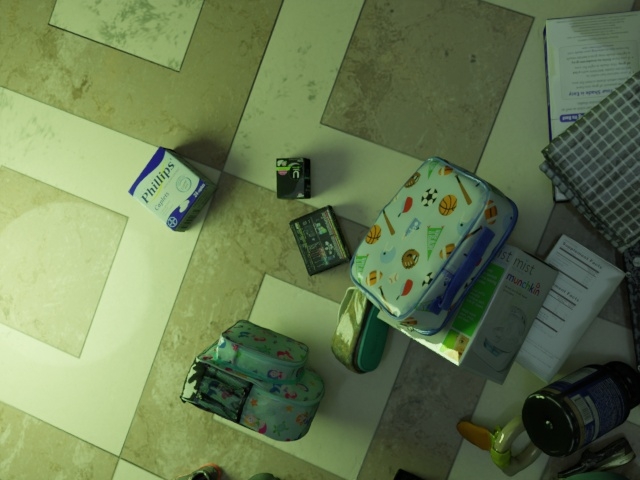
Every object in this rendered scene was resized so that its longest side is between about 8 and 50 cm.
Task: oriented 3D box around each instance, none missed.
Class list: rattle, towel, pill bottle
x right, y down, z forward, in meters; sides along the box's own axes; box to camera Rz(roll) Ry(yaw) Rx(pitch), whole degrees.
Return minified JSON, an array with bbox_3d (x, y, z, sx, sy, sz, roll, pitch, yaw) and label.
[{"bbox_3d":[0.391,0.349,1.737,0.200,0.142,0.130,-47,113,-6],"label":"rattle"},{"bbox_3d":[0.553,-0.149,1.542,0.283,0.121,0.235,-40,83,8],"label":"towel"},{"bbox_3d":[0.479,0.296,1.609,0.122,0.219,0.123,29,128,47],"label":"pill bottle"}]

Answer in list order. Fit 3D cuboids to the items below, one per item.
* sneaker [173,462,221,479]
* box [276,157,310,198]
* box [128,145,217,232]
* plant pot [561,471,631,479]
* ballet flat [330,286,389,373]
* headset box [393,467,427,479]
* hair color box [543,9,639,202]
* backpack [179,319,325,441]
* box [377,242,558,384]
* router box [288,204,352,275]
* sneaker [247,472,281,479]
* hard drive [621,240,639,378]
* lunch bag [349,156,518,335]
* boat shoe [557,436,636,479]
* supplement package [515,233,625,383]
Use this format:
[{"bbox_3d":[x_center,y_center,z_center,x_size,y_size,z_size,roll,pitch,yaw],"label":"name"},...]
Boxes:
[{"bbox_3d":[-0.284,0.523,1.879,0.158,0.065,0.061,-39,82,11],"label":"sneaker"},{"bbox_3d":[-0.055,-0.126,1.826,0.062,0.052,0.083,0,91,15],"label":"box"},{"bbox_3d":[-0.312,-0.107,1.878,0.137,0.072,0.126,39,98,11],"label":"box"},{"bbox_3d":[0.508,0.535,1.609,0.290,0.290,0.196,-8,53,13],"label":"plant pot"},{"bbox_3d":[0.107,0.089,1.768,0.123,0.123,0.349,21,93,12],"label":"ballet flat"},{"bbox_3d":[0.205,0.634,1.730,0.246,0.131,0.283,21,95,12],"label":"headset box"},{"bbox_3d":[0.519,-0.243,1.662,0.185,0.110,0.339,-3,88,11],"label":"hair color box"},{"bbox_3d":[-0.116,0.279,1.759,0.253,0.225,0.191,28,102,8],"label":"backpack"},{"bbox_3d":[0.266,0.101,1.638,0.262,0.126,0.231,29,93,56],"label":"box"},{"bbox_3d":[0.000,0.000,1.821,0.092,0.038,0.123,-22,86,13],"label":"router box"},{"bbox_3d":[-0.073,0.643,1.792,0.125,0.139,0.341,-33,84,10],"label":"sneaker"},{"bbox_3d":[0.688,0.148,1.618,0.236,0.064,0.339,-8,92,26],"label":"hard drive"},{"bbox_3d":[0.197,0.015,1.574,0.303,0.115,0.243,-57,37,6],"label":"lunch bag"},{"bbox_3d":[0.519,0.418,1.697,0.152,0.056,0.049,-22,81,3],"label":"boat shoe"},{"bbox_3d":[0.440,0.123,1.666,0.133,0.139,0.244,34,99,11],"label":"supplement package"}]
